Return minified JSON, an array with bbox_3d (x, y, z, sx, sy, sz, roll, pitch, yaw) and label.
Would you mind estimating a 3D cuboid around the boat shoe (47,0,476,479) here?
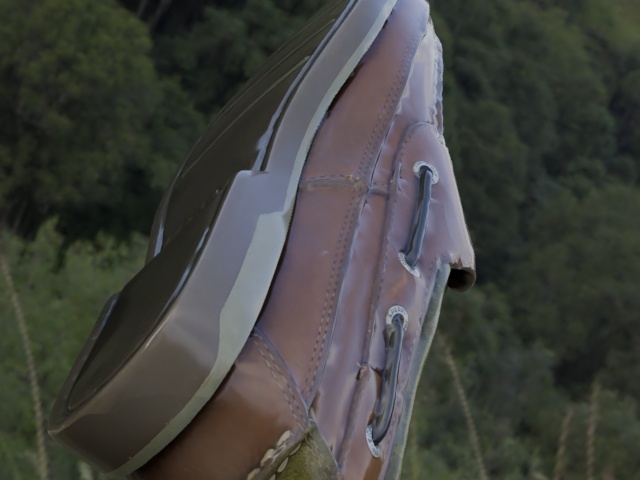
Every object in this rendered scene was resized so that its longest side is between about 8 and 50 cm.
[{"bbox_3d":[0.000,0.000,0.536,0.104,0.111,0.307,40,39,-13],"label":"boat shoe"}]
